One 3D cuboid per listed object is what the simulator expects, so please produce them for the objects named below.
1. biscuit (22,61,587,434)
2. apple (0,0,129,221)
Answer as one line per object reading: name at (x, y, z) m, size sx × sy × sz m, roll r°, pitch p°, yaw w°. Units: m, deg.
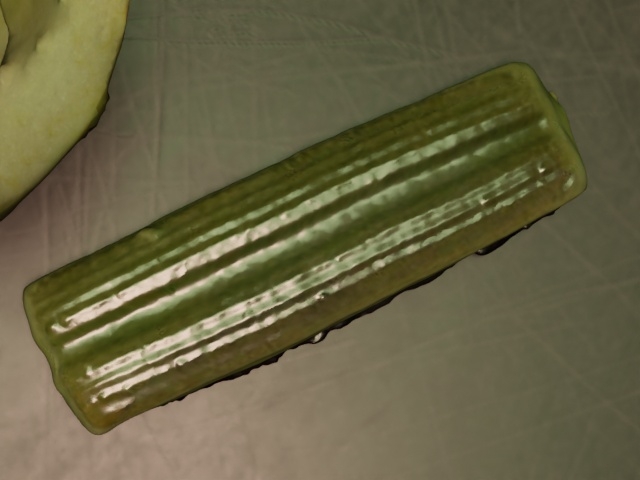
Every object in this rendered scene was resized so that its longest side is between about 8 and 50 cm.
biscuit at (0.000, 0.000, 0.764) m, size 0.322 × 0.038 × 0.099 m, roll -25°, pitch 86°, yaw -9°
apple at (-0.191, -0.101, 0.611) m, size 0.207 × 0.174 × 0.188 m, roll 44°, pitch 60°, yaw 0°
